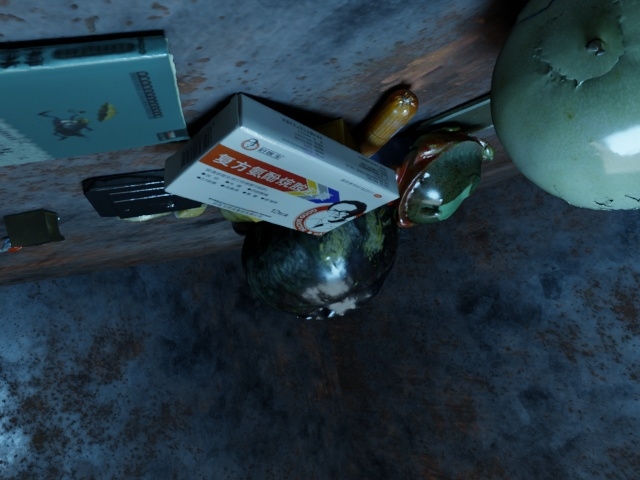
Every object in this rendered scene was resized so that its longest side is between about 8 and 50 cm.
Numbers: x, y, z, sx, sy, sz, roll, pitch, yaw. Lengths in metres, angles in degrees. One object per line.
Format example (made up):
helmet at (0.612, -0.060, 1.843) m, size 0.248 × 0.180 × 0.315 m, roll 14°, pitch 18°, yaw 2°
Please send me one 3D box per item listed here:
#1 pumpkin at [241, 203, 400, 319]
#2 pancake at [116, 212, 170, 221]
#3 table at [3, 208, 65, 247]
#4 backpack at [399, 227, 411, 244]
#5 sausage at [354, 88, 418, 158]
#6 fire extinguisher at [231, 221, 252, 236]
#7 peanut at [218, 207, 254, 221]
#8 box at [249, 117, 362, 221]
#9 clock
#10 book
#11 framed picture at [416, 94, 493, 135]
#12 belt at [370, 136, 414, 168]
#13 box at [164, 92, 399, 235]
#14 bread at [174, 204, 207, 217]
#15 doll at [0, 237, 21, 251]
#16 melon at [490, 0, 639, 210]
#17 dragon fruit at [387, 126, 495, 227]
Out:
pumpkin at (0.000, 0.000, 1.223) m, size 0.455 × 0.343 × 0.454 m, roll -24°, pitch -155°, yaw 12°
pancake at (-0.455, -0.069, 1.156) m, size 0.140 × 0.022 × 0.139 m, roll -6°, pitch -167°, yaw 1°
table at (-0.640, -0.026, 1.011) m, size 0.084 × 0.070 × 0.082 m, roll -13°, pitch -179°, yaw -5°
backpack at (0.151, -0.061, 1.741) m, size 0.446 × 0.254 × 0.364 m, roll -6°, pitch 179°, yaw 44°
sausage at (0.108, -0.205, 0.848) m, size 0.053 × 0.053 × 0.348 m, roll -12°, pitch 177°, yaw -11°
fire extinguisher at (-0.181, -0.053, 1.641) m, size 0.102 × 0.137 × 0.344 m, roll 3°, pitch -177°, yaw 27°
peanut at (-0.196, -0.100, 1.130) m, size 0.120 × 0.110 × 0.237 m, roll -15°, pitch -172°, yaw -32°
box at (-0.054, -0.130, 0.895) m, size 0.274 × 0.076 × 0.174 m, roll -13°, pitch 154°, yaw 18°
clock at (-0.356, -0.098, 0.989) m, size 0.274 × 0.049 × 0.279 m, roll -11°, pitch 176°, yaw -19°
book at (-0.349, -0.137, 0.504) m, size 0.380 × 0.031 × 0.264 m, roll -12°, pitch 177°, yaw -13°
framed picture at (0.380, -0.278, 0.926) m, size 0.296 × 0.019 × 0.232 m, roll -15°, pitch 176°, yaw 43°
belt at (0.168, -0.189, 1.089) m, size 0.142 × 0.082 × 0.190 m, roll -19°, pitch 174°, yaw 25°
box at (-0.055, -0.104, 0.775) m, size 0.353 × 0.069 × 0.214 m, roll 14°, pitch 151°, yaw -43°
bread at (-0.362, -0.090, 1.251) m, size 0.083 × 0.035 × 0.070 m, roll -24°, pitch 170°, yaw 42°
doll at (-0.801, 0.004, 1.183) m, size 0.114 × 0.039 × 0.057 m, roll -20°, pitch -156°, yaw 1°
melon at (0.335, -0.168, 0.502) m, size 0.269 × 0.268 × 0.330 m, roll -15°, pitch 168°, yaw 36°
dragon fruit at (0.263, -0.139, 1.021) m, size 0.268 × 0.130 × 0.295 m, roll -50°, pitch 157°, yaw 9°
